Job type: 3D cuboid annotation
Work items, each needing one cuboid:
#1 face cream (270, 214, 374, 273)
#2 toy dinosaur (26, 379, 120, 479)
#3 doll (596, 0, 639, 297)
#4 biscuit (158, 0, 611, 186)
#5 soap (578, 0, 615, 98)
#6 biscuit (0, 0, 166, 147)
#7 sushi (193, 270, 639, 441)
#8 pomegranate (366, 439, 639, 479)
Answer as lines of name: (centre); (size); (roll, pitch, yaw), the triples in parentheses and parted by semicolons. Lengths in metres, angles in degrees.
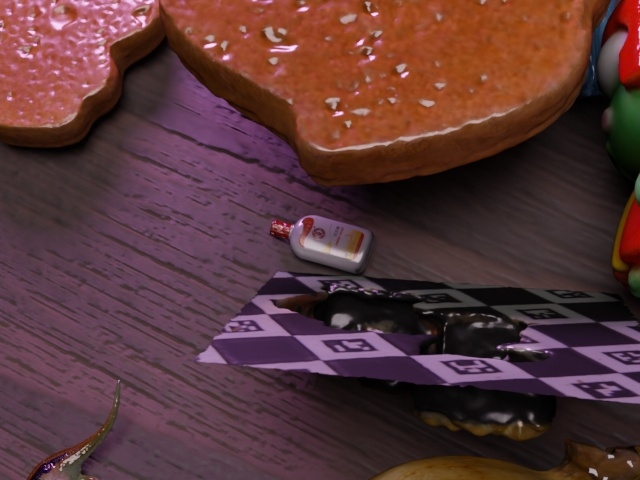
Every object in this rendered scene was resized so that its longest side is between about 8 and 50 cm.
face cream: (0.000, 0.000, 0.967); (0.083, 0.021, 0.040); (15, 66, 11)
toy dinosaur: (-0.197, 0.189, 0.894); (0.058, 0.037, 0.180); (42, 77, 14)
doll: (0.298, -0.116, 0.909); (0.160, 0.182, 0.363); (-18, 55, 38)
biscuit: (0.061, -0.247, 0.953); (0.350, 0.078, 0.455); (8, 66, 11)
soap: (0.102, -0.197, 1.012); (0.293, 0.077, 0.156); (6, 67, 6)
biscuit: (-0.227, -0.233, 1.069); (0.202, 0.047, 0.334); (2, 66, 7)
sushi: (0.086, 0.084, 0.820); (0.292, 0.294, 0.059); (4, 100, 7)
pomegranate: (0.102, 0.272, 0.713); (0.307, 0.307, 0.307); (-2, 67, 4)
